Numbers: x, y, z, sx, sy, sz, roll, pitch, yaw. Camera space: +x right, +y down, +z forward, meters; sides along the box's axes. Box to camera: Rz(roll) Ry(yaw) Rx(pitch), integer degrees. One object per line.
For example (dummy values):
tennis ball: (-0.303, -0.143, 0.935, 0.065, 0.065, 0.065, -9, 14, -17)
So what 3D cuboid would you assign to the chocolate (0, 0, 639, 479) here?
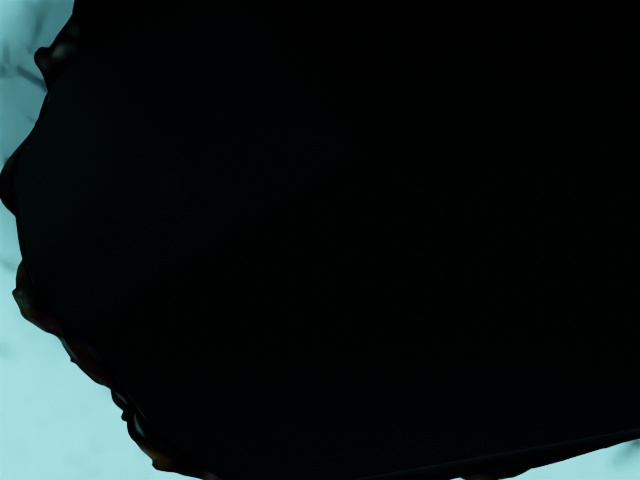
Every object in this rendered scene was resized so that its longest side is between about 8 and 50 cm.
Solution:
chocolate: (0.000, 0.000, 0.641, 0.224, 0.206, 0.177, -8, 161, -14)
